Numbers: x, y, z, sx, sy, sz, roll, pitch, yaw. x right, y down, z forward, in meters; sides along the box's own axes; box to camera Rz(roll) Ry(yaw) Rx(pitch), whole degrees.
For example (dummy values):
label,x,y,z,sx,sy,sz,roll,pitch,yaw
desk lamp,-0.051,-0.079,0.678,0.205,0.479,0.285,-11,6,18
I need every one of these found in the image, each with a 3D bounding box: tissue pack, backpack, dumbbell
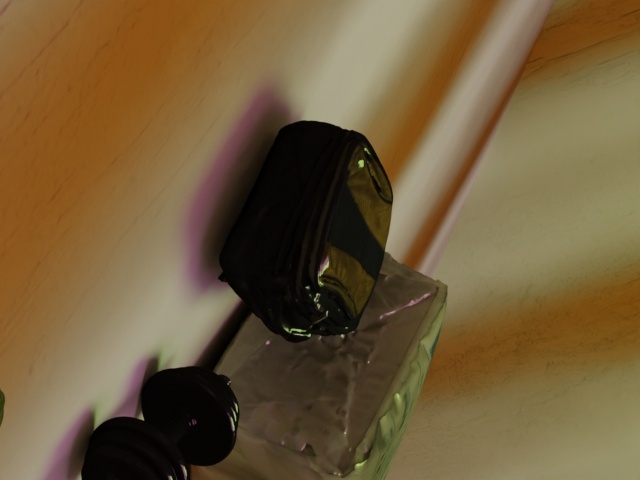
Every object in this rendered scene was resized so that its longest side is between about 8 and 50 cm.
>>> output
label,x,y,z,sx,sy,sz,roll,pitch,yaw
tissue pack,-0.010,0.216,1.177,0.297,0.207,0.380,-56,165,-38
backpack,0.000,0.000,0.950,0.206,0.133,0.258,-69,156,-11
dumbbell,-0.134,0.173,0.849,0.208,0.099,0.099,-43,155,-56

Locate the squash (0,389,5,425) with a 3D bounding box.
label,x,y,z,sx,sy,sz,roll,pitch,yaw
squash,-0.227,0.114,0.451,0.066,0.066,0.229,-69,168,21
